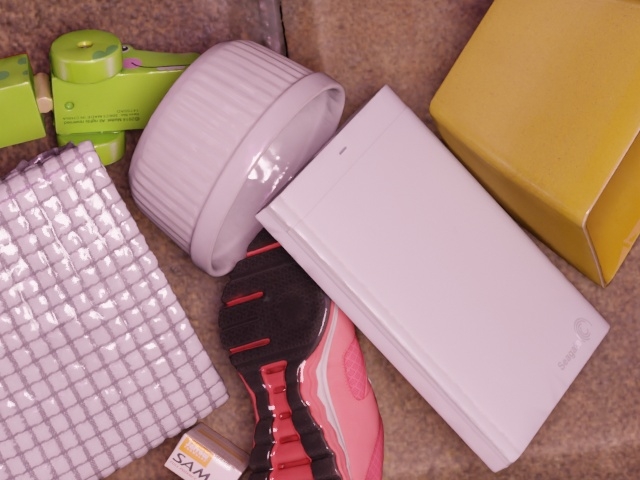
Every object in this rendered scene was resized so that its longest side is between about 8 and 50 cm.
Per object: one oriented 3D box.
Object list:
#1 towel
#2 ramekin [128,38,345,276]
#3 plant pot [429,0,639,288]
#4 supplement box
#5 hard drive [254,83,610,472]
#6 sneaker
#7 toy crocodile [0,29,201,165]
[{"bbox_3d":[-0.245,0.075,1.710,0.235,0.121,0.283,-30,103,-5],"label":"towel"},{"bbox_3d":[-0.080,-0.081,1.723,0.109,0.207,0.207,34,82,12],"label":"ramekin"},{"bbox_3d":[0.221,-0.114,1.741,0.187,0.212,0.212,29,82,21],"label":"plant pot"},{"bbox_3d":[-0.099,0.199,1.728,0.062,0.098,0.036,34,93,4],"label":"supplement box"},{"bbox_3d":[0.106,0.030,1.720,0.307,0.040,0.203,47,50,-5],"label":"hard drive"},{"bbox_3d":[-0.007,0.130,1.740,0.116,0.136,0.314,-11,75,28],"label":"sneaker"},{"bbox_3d":[-0.275,-0.131,1.773,0.340,0.105,0.115,-8,124,-4],"label":"toy crocodile"}]
